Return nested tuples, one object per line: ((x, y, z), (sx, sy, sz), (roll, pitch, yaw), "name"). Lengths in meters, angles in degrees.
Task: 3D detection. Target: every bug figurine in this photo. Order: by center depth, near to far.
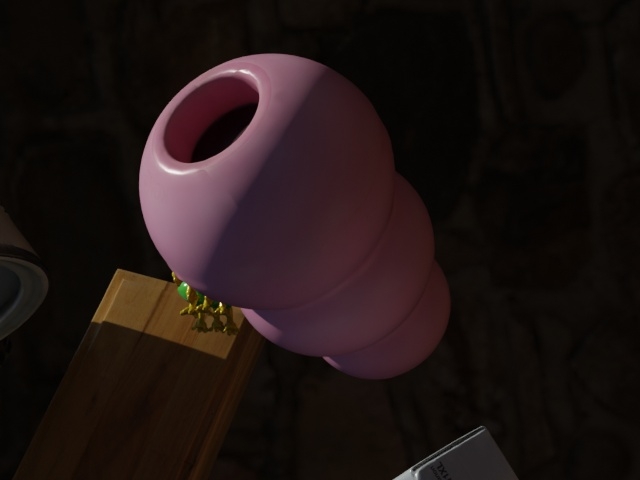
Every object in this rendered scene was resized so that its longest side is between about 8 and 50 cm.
((-0.047, 0.036, 1.491), (0.279, 0.216, 0.072), (83, -174, -71), "bug figurine")

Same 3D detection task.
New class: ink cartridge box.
((0.092, 0.225, 1.055), (0.127, 0.072, 0.175), (59, 151, 10), "ink cartridge box")

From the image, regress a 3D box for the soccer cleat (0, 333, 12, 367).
((-0.579, 0.220, 2.069), (0.116, 0.318, 0.109), (11, 140, 46), "soccer cleat")

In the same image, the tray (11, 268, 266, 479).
((-0.231, 0.238, 1.754), (0.076, 0.203, 0.411), (81, -154, -56), "tray")

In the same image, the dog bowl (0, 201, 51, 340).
((-0.527, 0.050, 1.672), (0.150, 0.408, 0.408), (66, 157, 16), "dog bowl")

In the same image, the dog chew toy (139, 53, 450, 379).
((0.000, 0.000, 1.205), (0.332, 0.206, 0.206), (48, -174, -41), "dog chew toy")
